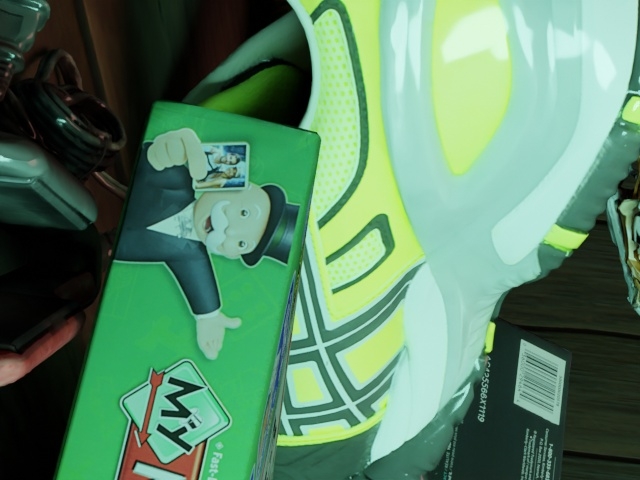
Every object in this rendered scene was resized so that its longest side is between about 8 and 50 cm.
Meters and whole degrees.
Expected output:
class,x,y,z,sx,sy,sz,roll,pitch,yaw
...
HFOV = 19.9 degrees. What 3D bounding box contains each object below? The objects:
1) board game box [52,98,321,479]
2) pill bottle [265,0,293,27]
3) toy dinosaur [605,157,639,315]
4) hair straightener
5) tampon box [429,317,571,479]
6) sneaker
class,x,y,z,sx,sy,sz,roll,pitch,yaw
board game box,-0.050,0.125,0.543,0.317,0.046,0.213,99,1,-68
pill bottle,0.025,-0.063,0.908,0.117,0.117,0.215,68,29,-77
toy dinosaur,0.155,-0.126,0.762,0.218,0.164,0.322,121,-7,-80
hair straightener,-0.065,-0.018,0.455,0.230,0.047,0.089,-15,111,-83
tampon box,0.042,0.117,0.980,0.161,0.101,0.120,-34,-143,49
sneaker,0.000,0.000,0.726,0.145,0.147,0.384,-86,-164,-48
